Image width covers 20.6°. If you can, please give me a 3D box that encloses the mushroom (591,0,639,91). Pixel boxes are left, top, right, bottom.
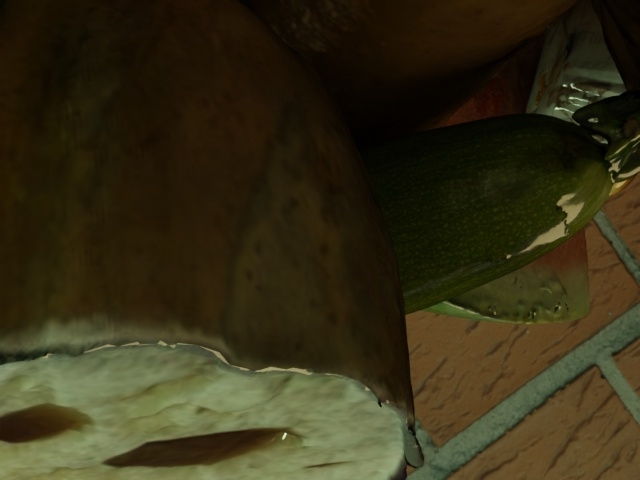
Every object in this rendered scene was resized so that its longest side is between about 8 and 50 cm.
[{"bbox_3d":[0.175,-0.135,0.721,0.146,0.278,0.278,-12,176,2],"label":"mushroom"}]

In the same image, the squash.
[{"bbox_3d":[-0.004,0.005,0.714,0.318,0.071,0.080,-22,-167,32],"label":"squash"}]

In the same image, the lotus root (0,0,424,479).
[{"bbox_3d":[-0.108,0.016,0.600,0.272,0.192,0.272,-6,161,-2],"label":"lotus root"}]

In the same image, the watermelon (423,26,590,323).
[{"bbox_3d":[0.050,-0.068,1.010,0.310,0.231,0.193,19,147,-27],"label":"watermelon"}]

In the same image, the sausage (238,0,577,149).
[{"bbox_3d":[0.013,-0.097,0.706,0.136,0.123,0.501,-30,174,-31],"label":"sausage"}]

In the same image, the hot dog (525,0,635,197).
[{"bbox_3d":[0.172,-0.146,0.977,0.131,0.069,0.252,129,-22,-74],"label":"hot dog"}]
